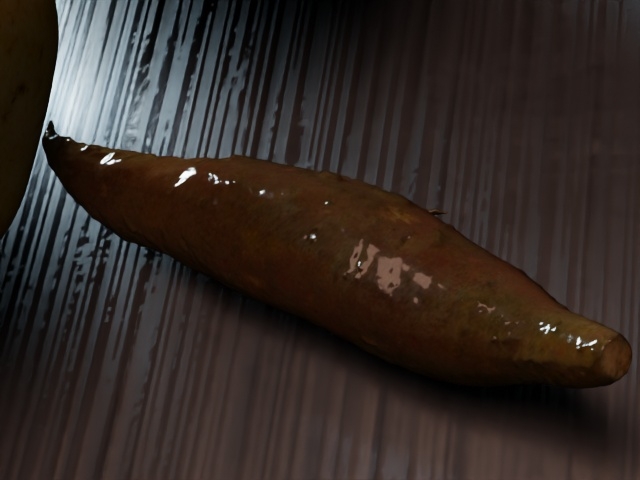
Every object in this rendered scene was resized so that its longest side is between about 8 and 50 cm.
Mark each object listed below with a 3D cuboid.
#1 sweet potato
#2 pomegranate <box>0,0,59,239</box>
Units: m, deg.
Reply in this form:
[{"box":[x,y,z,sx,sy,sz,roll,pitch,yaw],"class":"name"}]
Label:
[{"box":[0.000,0.000,0.719,0.314,0.066,0.072,24,60,31],"class":"sweet potato"},{"box":[-0.239,-0.074,0.718,0.264,0.264,0.264,-7,56,11],"class":"pomegranate"}]
